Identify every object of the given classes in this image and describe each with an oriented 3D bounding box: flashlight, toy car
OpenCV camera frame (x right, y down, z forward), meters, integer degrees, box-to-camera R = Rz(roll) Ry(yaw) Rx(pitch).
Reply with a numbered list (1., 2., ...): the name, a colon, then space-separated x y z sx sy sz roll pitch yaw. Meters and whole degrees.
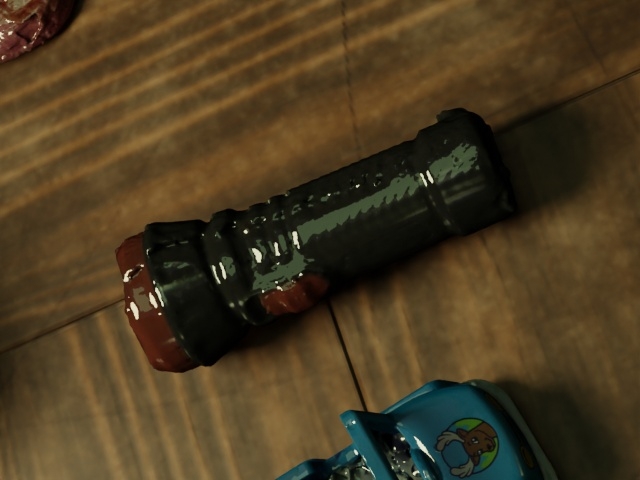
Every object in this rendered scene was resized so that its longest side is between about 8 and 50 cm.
1. flashlight: 0.000 0.000 1.137 0.232 0.093 0.093 -21 69 10
2. toy car: 0.029 0.149 1.075 0.191 0.100 0.097 -32 64 4

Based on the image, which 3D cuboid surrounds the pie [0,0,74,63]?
1. pie: -0.232 -0.175 1.291 0.154 0.038 0.153 -5 74 16
